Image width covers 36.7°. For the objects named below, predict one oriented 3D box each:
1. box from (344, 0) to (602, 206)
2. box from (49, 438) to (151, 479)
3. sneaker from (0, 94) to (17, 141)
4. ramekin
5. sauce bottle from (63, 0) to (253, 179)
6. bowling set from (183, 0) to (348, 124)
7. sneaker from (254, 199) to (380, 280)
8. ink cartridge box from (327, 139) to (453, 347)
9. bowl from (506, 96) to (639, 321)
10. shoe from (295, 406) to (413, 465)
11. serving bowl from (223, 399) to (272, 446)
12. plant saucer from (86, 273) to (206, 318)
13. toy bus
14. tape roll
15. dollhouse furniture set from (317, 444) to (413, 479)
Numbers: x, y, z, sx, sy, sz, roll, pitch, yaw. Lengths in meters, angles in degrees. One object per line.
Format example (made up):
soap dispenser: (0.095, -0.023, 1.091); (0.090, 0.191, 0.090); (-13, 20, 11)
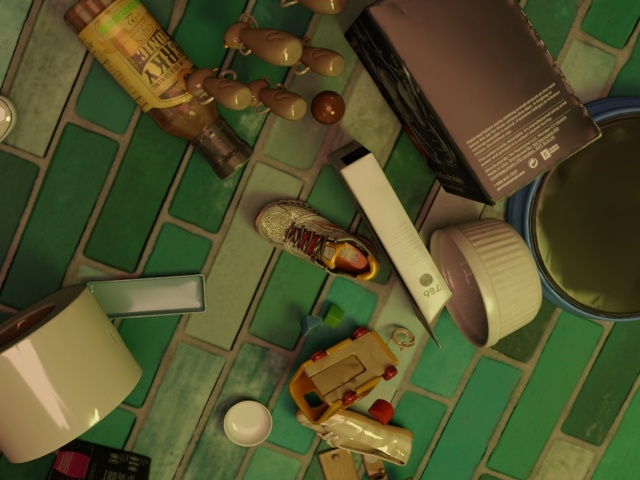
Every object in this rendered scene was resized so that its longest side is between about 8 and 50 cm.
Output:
box: (0.201, -0.234, 1.401); (0.179, 0.343, 0.312); (-33, 97, 0)
box: (-0.371, 0.448, 1.555); (0.163, 0.247, 0.142); (17, 102, -10)
sneaker: (-0.589, -0.150, 1.472); (0.258, 0.091, 0.094); (-23, 104, -1)
ramekin: (0.271, 0.061, 1.569); (0.109, 0.207, 0.207); (-20, 104, -11)
sauce bottle: (-0.238, -0.243, 1.485); (0.111, 0.111, 0.344); (-42, 105, 4)
bowling set: (-0.063, -0.255, 1.486); (0.287, 0.154, 0.200); (-46, 135, -18)
sneaker: (0.000, 0.000, 1.576); (0.225, 0.093, 0.088); (21, 99, -10)
ink cartridge box: (0.124, 0.001, 1.554); (0.065, 0.165, 0.332); (-29, 105, -1)
bowl: (0.512, -0.045, 1.634); (0.391, 0.077, 0.391); (-1, 103, -6)
shoe: (0.059, 0.335, 1.661); (0.219, 0.076, 0.058); (18, 63, -13)
serving bowl: (-0.126, 0.311, 1.665); (0.083, 0.027, 0.083); (-2, 103, -7)
plant saucer: (-0.287, 0.092, 1.602); (0.192, 0.018, 0.067); (-4, 103, -5)
toy bus: (0.044, 0.226, 1.622); (0.202, 0.191, 0.104); (19, 139, -13)
tape roll: (-0.424, 0.202, 1.495); (0.246, 0.246, 0.169); (-29, 104, 1)
dollhouse furniture set: (0.091, 0.427, 1.654); (0.144, 0.151, 0.123); (-18, 104, -5)
